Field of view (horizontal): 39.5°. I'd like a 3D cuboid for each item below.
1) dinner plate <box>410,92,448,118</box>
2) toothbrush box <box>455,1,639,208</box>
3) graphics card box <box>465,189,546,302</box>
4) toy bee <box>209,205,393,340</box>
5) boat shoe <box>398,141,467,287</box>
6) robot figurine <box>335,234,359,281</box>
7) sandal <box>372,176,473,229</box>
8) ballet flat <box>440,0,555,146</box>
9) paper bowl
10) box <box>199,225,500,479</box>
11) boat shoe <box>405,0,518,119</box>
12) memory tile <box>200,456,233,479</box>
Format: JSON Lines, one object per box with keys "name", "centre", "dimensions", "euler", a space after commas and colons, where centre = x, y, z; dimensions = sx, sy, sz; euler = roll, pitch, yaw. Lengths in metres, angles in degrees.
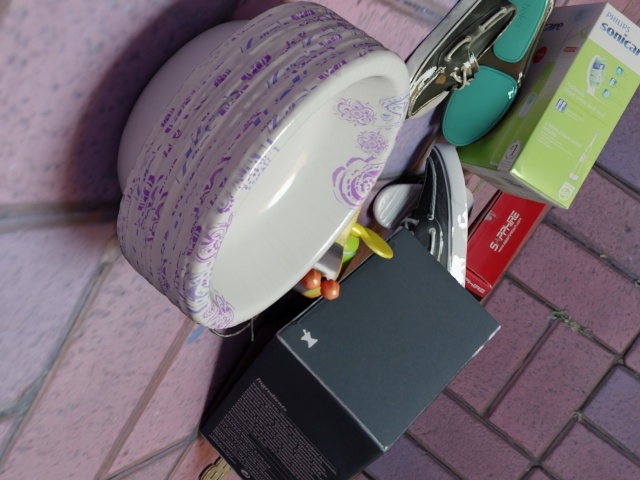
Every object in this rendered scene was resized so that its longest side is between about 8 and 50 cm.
{"name": "dinner plate", "centre": [0.172, -0.230, 1.277], "dimensions": [0.141, 0.017, 0.141], "euler": [-47, 163, -19]}
{"name": "toothbrush box", "centre": [0.354, -0.210, 1.376], "dimensions": [0.283, 0.122, 0.206], "euler": [-59, -160, 2]}
{"name": "graphics card box", "centre": [0.263, 0.072, 1.673], "dimensions": [0.233, 0.094, 0.371], "euler": [-50, 174, -34]}
{"name": "toy bee", "centre": [0.000, 0.000, 1.005], "dimensions": [0.195, 0.162, 0.298], "euler": [6, 103, -26]}
{"name": "boat shoe", "centre": [0.171, -0.005, 1.416], "dimensions": [0.108, 0.102, 0.301], "euler": [-117, -154, -76]}
{"name": "robot figurine", "centre": [0.012, 0.017, 1.278], "dimensions": [0.101, 0.067, 0.115], "euler": [-7, 133, -50]}
{"name": "sandal", "centre": [0.163, -0.064, 1.509], "dimensions": [0.265, 0.076, 0.102], "euler": [8, 105, -47]}
{"name": "ballet flat", "centre": [0.272, -0.268, 1.334], "dimensions": [0.280, 0.095, 0.096], "euler": [-62, 176, 29]}
{"name": "paper bowl", "centre": [-0.061, -0.075, 0.779], "dimensions": [0.284, 0.148, 0.284], "euler": [-45, 161, -20]}
{"name": "box", "centre": [0.032, 0.214, 1.357], "dimensions": [0.293, 0.212, 0.395], "euler": [-38, 170, -36]}
{"name": "boat shoe", "centre": [0.172, -0.237, 1.167], "dimensions": [0.219, 0.070, 0.078], "euler": [-52, 160, -3]}
{"name": "memory tile", "centre": [-0.188, 0.433, 1.689], "dimensions": [0.148, 0.012, 0.113], "euler": [-31, 153, -50]}
